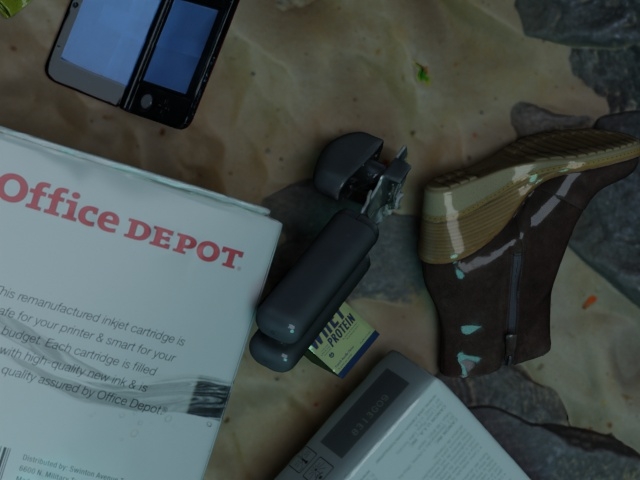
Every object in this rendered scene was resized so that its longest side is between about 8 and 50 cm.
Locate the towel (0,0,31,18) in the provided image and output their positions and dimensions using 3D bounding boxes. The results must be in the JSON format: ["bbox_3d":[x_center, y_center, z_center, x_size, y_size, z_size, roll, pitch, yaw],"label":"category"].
[{"bbox_3d":[-0.312,-0.314,1.629,0.102,0.021,0.237,-43,109,-9],"label":"towel"}]

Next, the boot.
[{"bbox_3d":[0.211,0.010,1.843,0.248,0.090,0.206,-18,114,-19],"label":"boot"}]

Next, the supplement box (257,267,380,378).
[{"bbox_3d":[-0.004,0.077,1.757,0.083,0.083,0.056,43,82,-19],"label":"supplement box"}]

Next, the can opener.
[{"bbox_3d":[0.000,0.000,1.694,0.095,0.076,0.283,27,45,13],"label":"can opener"}]

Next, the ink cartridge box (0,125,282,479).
[{"bbox_3d":[-0.238,0.116,1.632,0.286,0.166,0.394,18,91,-22],"label":"ink cartridge box"}]

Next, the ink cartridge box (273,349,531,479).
[{"bbox_3d":[0.089,0.338,1.844,0.308,0.091,0.385,-48,126,-9],"label":"ink cartridge box"}]

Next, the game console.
[{"bbox_3d":[-0.157,-0.187,1.670,0.085,0.124,0.144,22,89,-48],"label":"game console"}]
